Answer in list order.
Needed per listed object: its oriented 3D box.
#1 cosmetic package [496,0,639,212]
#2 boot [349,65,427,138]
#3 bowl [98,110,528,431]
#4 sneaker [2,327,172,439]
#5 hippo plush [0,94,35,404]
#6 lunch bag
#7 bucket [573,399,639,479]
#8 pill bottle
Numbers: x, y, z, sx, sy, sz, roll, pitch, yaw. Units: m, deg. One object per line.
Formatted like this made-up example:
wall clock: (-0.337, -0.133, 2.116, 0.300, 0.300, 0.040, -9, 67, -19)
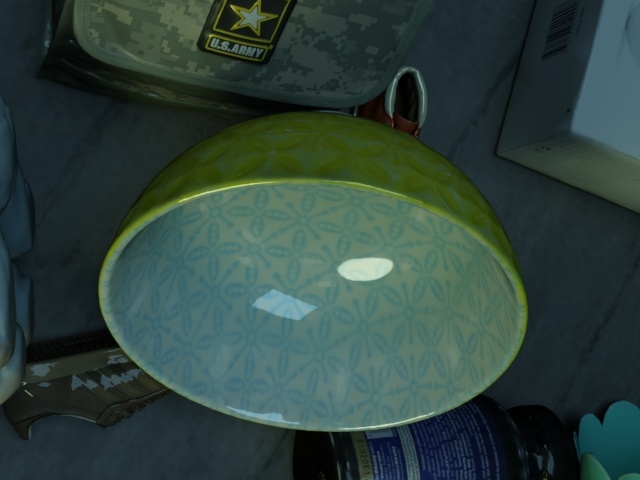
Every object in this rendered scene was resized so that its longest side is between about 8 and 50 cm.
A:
cosmetic package: (0.316, -0.154, 0.976, 0.225, 0.138, 0.224, 20, 79, -16)
boot: (0.054, -0.077, 0.904, 0.059, 0.084, 0.158, 10, 84, -21)
bowl: (0.000, 0.000, 0.747, 0.289, 0.289, 0.156, 22, 47, -17)
sneaker: (-0.160, 0.110, 0.832, 0.188, 0.066, 0.071, -6, 107, -17)
hippo plush: (-0.318, -0.007, 0.670, 0.237, 0.294, 0.234, -2, 54, -10)
lunch bag: (-0.069, -0.186, 0.758, 0.235, 0.287, 0.169, 9, 83, -20)
bucket: (0.352, 0.254, 0.894, 0.281, 0.281, 0.183, -6, 96, -20)
pill bottle: (0.096, 0.194, 0.878, 0.219, 0.123, 0.122, -1, 87, -20)
